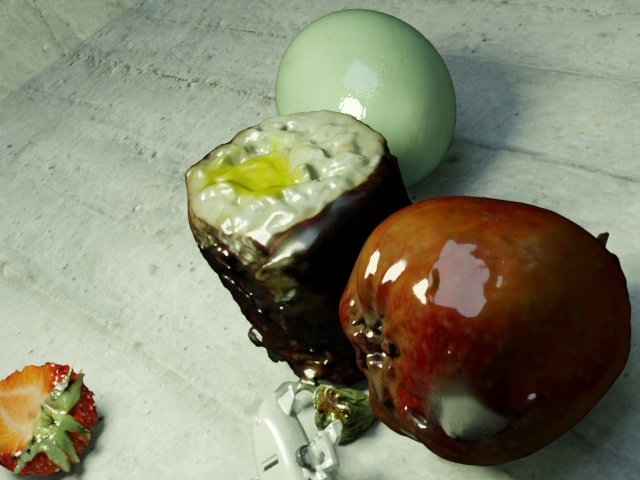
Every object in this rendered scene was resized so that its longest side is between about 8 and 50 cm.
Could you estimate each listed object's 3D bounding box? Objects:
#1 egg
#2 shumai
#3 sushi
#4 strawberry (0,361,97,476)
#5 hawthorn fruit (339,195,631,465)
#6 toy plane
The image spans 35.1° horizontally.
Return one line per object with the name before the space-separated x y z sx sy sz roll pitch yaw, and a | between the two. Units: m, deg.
egg | 0.070 -0.223 1.616 0.276 0.276 0.389 -27 34 0
shumai | 0.021 0.203 1.258 0.083 0.080 0.082 -8 37 30
sushi | -0.003 0.012 1.339 0.281 0.294 0.299 -27 35 -5
strawberry | -0.416 0.270 1.464 0.228 0.098 0.174 -14 51 40
hawthorn fruit | 0.188 0.097 1.125 0.308 0.324 0.308 -41 43 54
toy plane | -0.036 0.260 1.199 0.174 0.080 0.174 -16 67 44
